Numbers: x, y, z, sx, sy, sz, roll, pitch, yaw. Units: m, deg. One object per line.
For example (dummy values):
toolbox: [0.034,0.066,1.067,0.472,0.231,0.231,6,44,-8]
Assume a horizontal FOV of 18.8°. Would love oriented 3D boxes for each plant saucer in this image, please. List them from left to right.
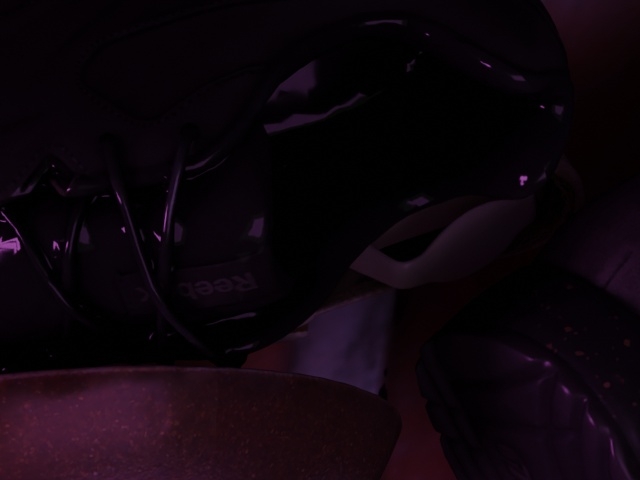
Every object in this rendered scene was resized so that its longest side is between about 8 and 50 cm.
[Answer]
plant saucer: [-0.075,0.076,0.503,0.198,0.036,0.198,-8,161,-3]

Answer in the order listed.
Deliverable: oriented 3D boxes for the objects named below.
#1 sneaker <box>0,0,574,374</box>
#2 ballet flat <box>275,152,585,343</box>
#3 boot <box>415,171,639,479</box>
sneaker: [-0.071,-0.014,0.465,0.286,0.130,0.109,-27,131,-10]
ballet flat: [0.000,0.000,0.562,0.168,0.052,0.057,-21,128,-15]
boot: [0.158,0.060,0.649,0.223,0.118,0.338,-45,151,-21]
